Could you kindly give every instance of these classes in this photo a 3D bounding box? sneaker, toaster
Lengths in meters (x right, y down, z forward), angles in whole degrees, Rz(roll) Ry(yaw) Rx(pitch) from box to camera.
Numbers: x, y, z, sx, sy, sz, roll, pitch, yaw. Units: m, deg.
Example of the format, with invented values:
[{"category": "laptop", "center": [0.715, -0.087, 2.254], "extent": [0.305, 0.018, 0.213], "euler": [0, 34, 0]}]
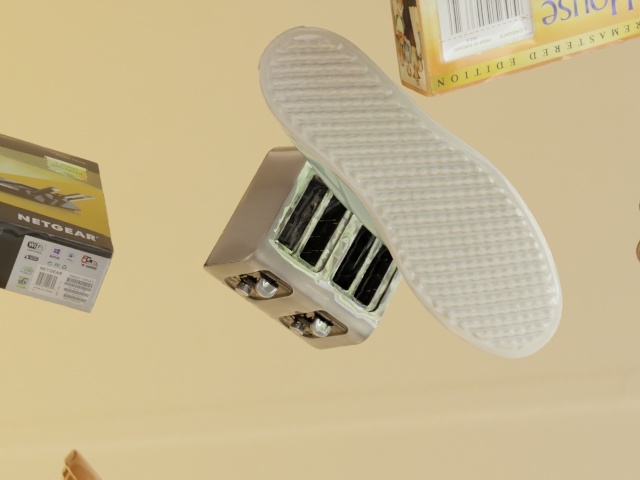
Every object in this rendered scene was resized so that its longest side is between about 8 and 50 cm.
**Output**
[{"category": "sneaker", "center": [0.090, -0.050, 1.784], "extent": [0.135, 0.366, 0.150], "euler": [-38, 179, 4]}, {"category": "toaster", "center": [0.000, 0.000, 1.988], "extent": [0.110, 0.168, 0.185], "euler": [-2, -126, 59]}]

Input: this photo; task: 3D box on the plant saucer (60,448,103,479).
[{"category": "plant saucer", "center": [-0.152, 0.257, 1.577], "extent": [0.037, 0.200, 0.200], "euler": [-38, -140, -9]}]

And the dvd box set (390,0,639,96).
[{"category": "dvd box set", "center": [0.184, -0.356, 1.598], "extent": [0.308, 0.420, 0.062], "euler": [-18, -156, -20]}]

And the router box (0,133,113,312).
[{"category": "router box", "center": [-0.384, -0.047, 2.073], "extent": [0.243, 0.309, 0.081], "euler": [-113, -137, -62]}]

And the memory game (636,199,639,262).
[{"category": "memory game", "center": [0.306, -0.025, 1.384], "extent": [0.186, 0.012, 0.186], "euler": [-24, -130, 31]}]
